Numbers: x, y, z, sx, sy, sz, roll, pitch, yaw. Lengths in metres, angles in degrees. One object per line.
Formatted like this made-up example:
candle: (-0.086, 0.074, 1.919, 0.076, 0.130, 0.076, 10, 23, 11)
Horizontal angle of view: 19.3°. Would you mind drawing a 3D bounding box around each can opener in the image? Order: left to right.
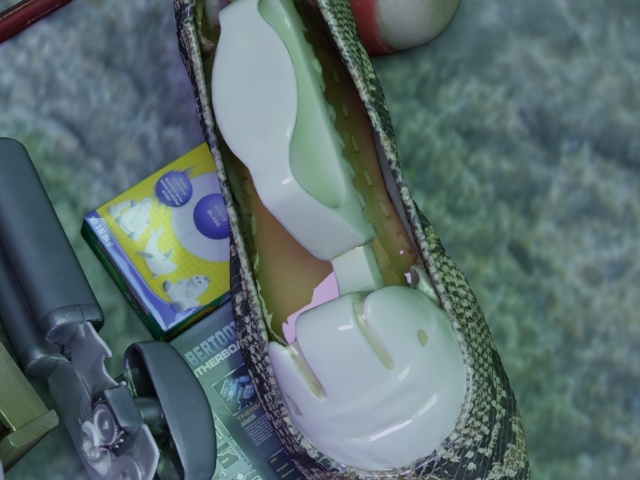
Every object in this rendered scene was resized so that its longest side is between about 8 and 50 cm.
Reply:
can opener: (-0.160, 0.054, 1.276, 0.095, 0.076, 0.283, -5, 56, -39)

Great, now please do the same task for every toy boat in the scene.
toy boat: (0.020, -0.249, 1.405, 0.151, 0.151, 0.231, -10, 76, 16)

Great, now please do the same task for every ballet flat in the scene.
ballet flat: (0.000, 0.000, 1.235, 0.164, 0.182, 0.483, -21, 77, 8)

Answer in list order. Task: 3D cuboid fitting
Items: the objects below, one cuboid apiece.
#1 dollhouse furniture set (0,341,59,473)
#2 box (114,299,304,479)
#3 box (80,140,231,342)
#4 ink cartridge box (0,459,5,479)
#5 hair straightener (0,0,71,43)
dollhouse furniture set: (-0.316, 0.120, 1.185, 0.242, 0.212, 0.161, -30, 82, -45)
box: (-0.026, 0.127, 1.321, 0.232, 0.059, 0.183, -35, 84, -18)
box: (-0.070, -0.017, 1.358, 0.179, 0.043, 0.105, -34, 82, -20)
ink cartridge box: (-0.285, 0.194, 1.153, 0.189, 0.232, 0.066, -17, 57, -16)
hair straightener: (-0.277, -0.163, 1.355, 0.230, 0.047, 0.089, -36, 86, -14)
